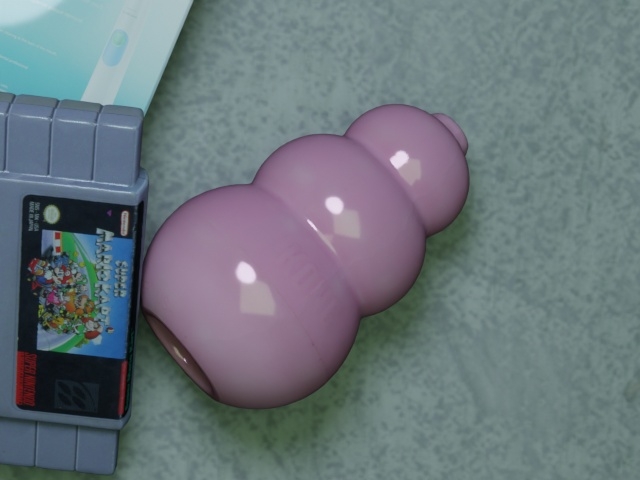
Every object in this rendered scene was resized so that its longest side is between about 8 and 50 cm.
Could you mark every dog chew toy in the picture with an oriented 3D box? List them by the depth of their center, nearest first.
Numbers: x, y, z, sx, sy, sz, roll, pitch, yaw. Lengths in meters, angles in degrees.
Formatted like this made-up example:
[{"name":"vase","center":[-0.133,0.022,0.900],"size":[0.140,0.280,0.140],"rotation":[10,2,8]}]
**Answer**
[{"name":"dog chew toy","center":[0.000,0.000,1.689],"size":[0.332,0.206,0.206],"rotation":[-39,97,-13]}]

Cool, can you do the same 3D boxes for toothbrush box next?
[{"name":"toothbrush box","center":[-0.245,-0.185,1.674],"size":[0.216,0.126,0.295],"rotation":[22,90,-9]}]

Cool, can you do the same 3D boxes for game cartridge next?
[{"name":"game cartridge","center":[-0.272,0.041,1.627],"size":[0.230,0.068,0.355],"rotation":[8,117,2]}]
